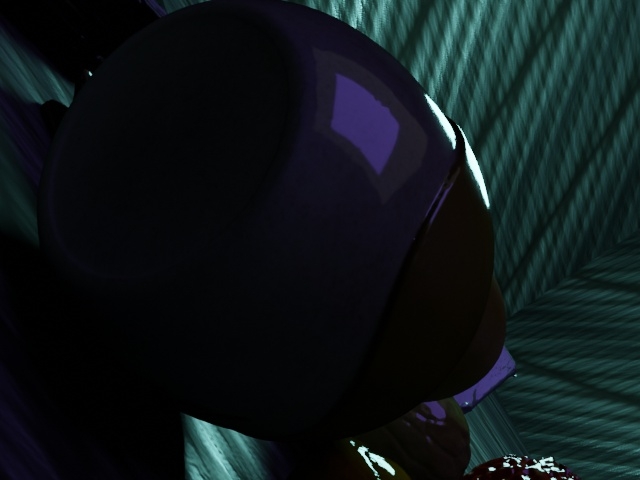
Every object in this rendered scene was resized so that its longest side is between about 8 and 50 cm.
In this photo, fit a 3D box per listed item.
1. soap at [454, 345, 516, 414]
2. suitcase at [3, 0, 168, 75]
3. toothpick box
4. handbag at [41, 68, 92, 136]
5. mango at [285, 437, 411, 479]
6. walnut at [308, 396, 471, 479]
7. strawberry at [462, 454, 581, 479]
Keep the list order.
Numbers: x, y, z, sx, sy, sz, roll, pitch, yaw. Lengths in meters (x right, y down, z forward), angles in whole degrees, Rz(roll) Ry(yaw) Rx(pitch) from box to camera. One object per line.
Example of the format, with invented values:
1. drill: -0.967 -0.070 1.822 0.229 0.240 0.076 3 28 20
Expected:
1. soap: 0.187 0.206 1.819 0.296 0.107 0.285 -31 85 -39
2. suitcase: -0.381 -0.432 1.470 0.339 0.188 0.345 49 12 -39
3. toothpick box: -0.028 -0.006 0.983 0.425 0.409 0.409 40 17 -51
4. handbag: -0.223 -0.066 1.261 0.276 0.084 0.260 60 10 29
5. mango: 0.045 0.324 0.967 0.201 0.152 0.287 54 8 -39
6. walnut: 0.092 0.258 1.298 0.228 0.228 0.228 52 9 -12
7. strawberry: 0.269 0.474 1.337 0.351 0.267 0.312 -20 79 -55
